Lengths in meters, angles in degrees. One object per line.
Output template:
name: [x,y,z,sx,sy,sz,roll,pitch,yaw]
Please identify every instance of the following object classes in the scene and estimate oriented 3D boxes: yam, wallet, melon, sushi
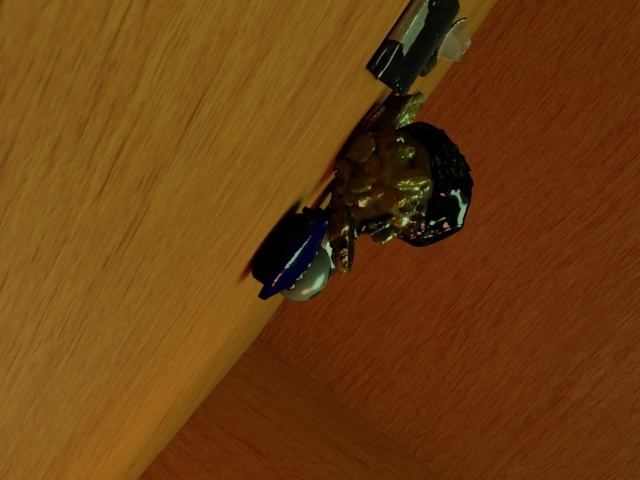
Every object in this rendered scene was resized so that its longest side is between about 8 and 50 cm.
yam: [0.339,-0.553,1.989,0.094,0.043,0.043,-51,176,-43]
wallet: [0.187,-0.395,1.223,0.221,0.071,0.262,-53,170,14]
melon: [0.433,-0.643,1.998,0.202,0.093,0.139,-57,174,-52]
sushi: [0.202,-0.135,1.681,0.285,0.328,0.328,-15,169,-39]

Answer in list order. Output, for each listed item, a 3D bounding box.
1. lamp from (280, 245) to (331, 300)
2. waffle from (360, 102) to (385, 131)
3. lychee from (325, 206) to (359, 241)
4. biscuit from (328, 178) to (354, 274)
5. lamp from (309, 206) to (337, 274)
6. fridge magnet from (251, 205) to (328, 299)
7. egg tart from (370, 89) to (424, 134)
lamp: [-0.062,0.085,1.909,0.197,0.198,0.244,-53,168,-5]
waffle: [0.132,-0.316,1.620,0.083,0.029,0.075,-50,174,-6]
lychee: [0.081,-0.060,2.467,0.188,0.188,0.188,-53,177,-4]
biscuit: [0.069,-0.057,2.017,0.289,0.081,0.333,51,41,-78]
lamp: [-0.002,-0.009,2.194,0.182,0.182,0.313,-51,150,-45]
fridge magnet: [-0.078,0.033,1.572,0.265,0.113,0.265,-53,176,-5]
egg tart: [0.217,-0.356,1.868,0.234,0.094,0.234,-51,175,-7]
